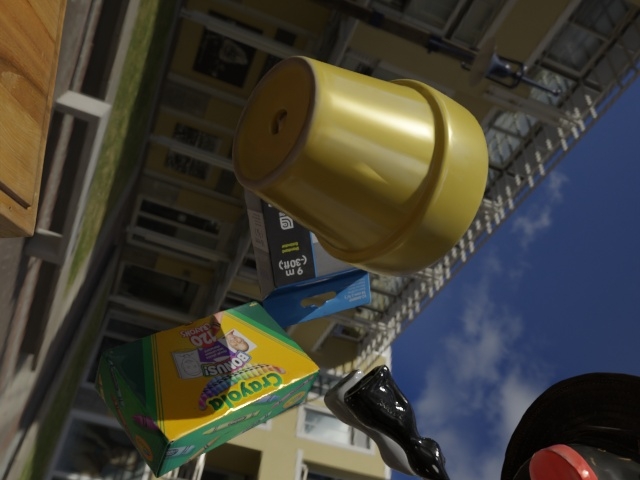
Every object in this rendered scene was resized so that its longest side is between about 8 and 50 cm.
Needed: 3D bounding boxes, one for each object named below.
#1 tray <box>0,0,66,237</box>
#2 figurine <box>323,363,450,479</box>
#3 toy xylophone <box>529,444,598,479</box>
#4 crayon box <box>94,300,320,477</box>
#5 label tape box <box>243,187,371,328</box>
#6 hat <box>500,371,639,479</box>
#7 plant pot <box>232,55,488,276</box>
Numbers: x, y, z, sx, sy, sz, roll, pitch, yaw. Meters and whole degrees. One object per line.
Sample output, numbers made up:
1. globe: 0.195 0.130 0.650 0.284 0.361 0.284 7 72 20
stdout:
1. tray: -0.216 -0.158 0.245 0.411 0.076 0.202 96 -6 -73
2. figurine: 0.115 0.329 1.081 0.092 0.209 0.215 -38 178 -20
3. toy xylophone: 0.167 0.275 0.377 0.236 0.081 0.322 60 -35 34
4. crayon box: -0.157 0.201 0.904 0.165 0.278 0.081 43 -54 27
5. label tape box: 0.000 0.000 1.170 0.106 0.241 0.333 -161 -119 -64
6. hat: 0.292 0.288 0.623 0.331 0.134 0.331 -17 -113 47
7. plant pot: 0.034 -0.104 0.774 0.254 0.239 0.253 -27 -127 43
